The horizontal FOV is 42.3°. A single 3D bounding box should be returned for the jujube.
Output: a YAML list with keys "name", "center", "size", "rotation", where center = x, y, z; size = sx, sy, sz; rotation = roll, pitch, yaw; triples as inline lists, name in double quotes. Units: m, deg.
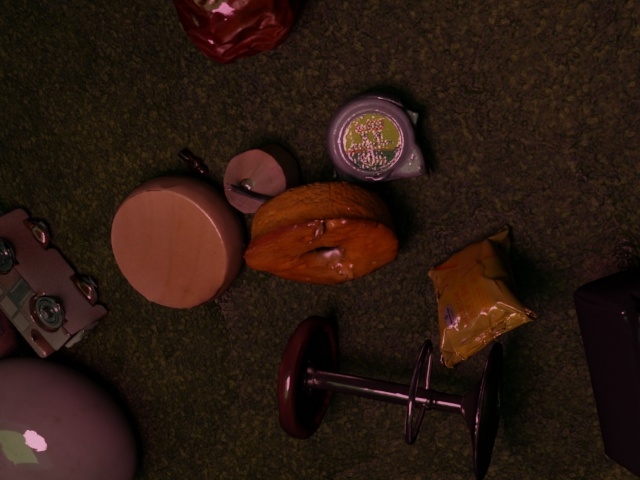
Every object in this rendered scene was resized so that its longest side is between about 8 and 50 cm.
- name: "jujube"
  center: [-0.152, -0.453, 1.272]
  size: [0.216, 0.216, 0.341]
  rotation: [-20, 93, 27]

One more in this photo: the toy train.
- name: "toy train"
  center: [-0.582, 0.081, 1.670]
  size: [0.326, 0.129, 0.159]
  rotation: [50, 124, 0]

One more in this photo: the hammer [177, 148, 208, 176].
- name: "hammer"
  center: [-0.276, -0.094, 1.544]
  size: [0.065, 0.021, 0.178]
  rotation: [46, 121, 4]

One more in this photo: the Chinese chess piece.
- name: "Chinese chess piece"
  center: [-0.258, 0.001, 1.510]
  size: [0.251, 0.097, 0.250]
  rotation: [8, 116, 17]

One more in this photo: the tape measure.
- name: "tape measure"
  center: [0.005, -0.147, 1.340]
  size: [0.331, 0.084, 0.163]
  rotation: [-6, 99, 9]

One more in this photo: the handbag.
- name: "handbag"
  center: [0.526, 0.163, 1.219]
  size: [0.178, 0.275, 0.301]
  rotation: [16, 124, 67]

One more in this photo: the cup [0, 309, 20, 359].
- name: "cup"
  center: [-0.757, 0.180, 1.689]
  size: [0.227, 0.301, 0.257]
  rotation: [-31, 105, 13]

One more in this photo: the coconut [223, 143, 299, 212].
- name: "coconut"
  center: [-0.102, -0.103, 1.406]
  size: [0.116, 0.122, 0.116]
  rotation: [7, 108, 21]

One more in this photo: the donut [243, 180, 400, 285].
- name: "donut"
  center: [0.001, -0.001, 1.342]
  size: [0.254, 0.253, 0.118]
  rotation: [-23, 58, 27]

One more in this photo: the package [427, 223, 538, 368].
- name: "package"
  center: [0.241, 0.081, 1.284]
  size: [0.168, 0.226, 0.090]
  rotation: [-35, 121, 24]

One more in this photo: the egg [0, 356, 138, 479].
- name: "egg"
  center: [-0.544, 0.395, 1.663]
  size: [0.389, 0.276, 0.276]
  rotation: [44, 119, -11]

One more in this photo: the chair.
- name: "chair"
  center: [0.089, 0.250, 1.383]
  size: [0.401, 0.226, 0.226]
  rotation: [6, 109, 22]
